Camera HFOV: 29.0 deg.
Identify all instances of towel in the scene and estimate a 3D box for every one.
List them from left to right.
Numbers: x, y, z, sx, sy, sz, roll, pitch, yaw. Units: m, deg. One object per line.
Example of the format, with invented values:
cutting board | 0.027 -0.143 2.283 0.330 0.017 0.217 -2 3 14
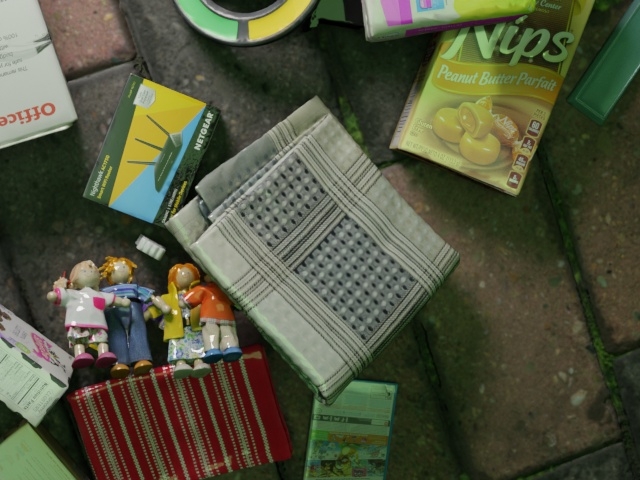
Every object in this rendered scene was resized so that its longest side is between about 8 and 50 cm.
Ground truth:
towel | -0.186 0.254 1.692 0.275 0.031 0.199 -14 117 -5
towel | 0.000 0.000 1.631 0.324 0.056 0.312 48 60 -2

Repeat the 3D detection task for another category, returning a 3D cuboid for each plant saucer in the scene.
plant saucer | 0.433 -0.261 1.776 0.067 0.018 0.192 34 91 -10

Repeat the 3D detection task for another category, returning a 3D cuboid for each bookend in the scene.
bookend | 0.066 -0.352 1.684 0.157 0.072 0.156 7 94 -9

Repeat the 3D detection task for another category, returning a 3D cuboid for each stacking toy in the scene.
stacking toy | -0.203 0.114 1.704 0.221 0.052 0.167 32 92 -12

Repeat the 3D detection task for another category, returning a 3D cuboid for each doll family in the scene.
doll family | -0.224 0.095 1.602 0.263 0.118 0.163 0 62 -18

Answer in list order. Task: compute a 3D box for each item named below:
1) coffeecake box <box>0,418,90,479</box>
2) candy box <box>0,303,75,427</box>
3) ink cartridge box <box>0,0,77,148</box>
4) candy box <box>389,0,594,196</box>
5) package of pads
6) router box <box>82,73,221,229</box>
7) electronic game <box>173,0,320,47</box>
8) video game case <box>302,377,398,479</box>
coffeecake box | -0.422 0.351 1.681 0.185 0.068 0.142 -39 99 -3
candy box | -0.419 0.141 1.613 0.196 0.165 0.070 39 90 -10
ink cartridge box | -0.445 -0.255 1.577 0.197 0.114 0.273 -18 107 -6
candy box | 0.239 -0.240 1.713 0.183 0.087 0.316 21 92 -9
package of pads | 0.154 -0.419 1.597 0.229 0.101 0.296 -9 95 -2
router box | -0.228 -0.118 1.677 0.133 0.046 0.179 21 92 -9
electronic game | -0.097 -0.370 1.637 0.229 0.048 0.229 0 91 15
video game case | 0.042 0.279 1.770 0.119 0.015 0.166 7 94 -10
